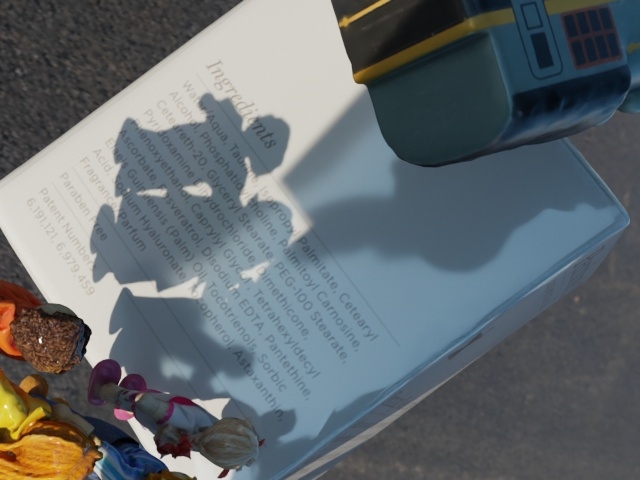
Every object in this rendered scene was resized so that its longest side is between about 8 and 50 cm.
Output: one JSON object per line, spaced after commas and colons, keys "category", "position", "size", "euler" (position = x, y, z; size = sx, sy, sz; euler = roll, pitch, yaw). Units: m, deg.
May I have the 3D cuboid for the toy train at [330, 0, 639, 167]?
{"category": "toy train", "position": [0.144, -0.159, 0.577], "size": [0.334, 0.142, 0.190], "euler": [-18, 94, -35]}

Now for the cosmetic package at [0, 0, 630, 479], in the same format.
{"category": "cosmetic package", "position": [0.000, 0.000, 0.927], "size": [0.394, 0.327, 0.329], "euler": [-37, 167, 2]}

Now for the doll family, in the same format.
{"category": "doll family", "position": [-0.142, 0.117, 0.614], "size": [0.263, 0.163, 0.118], "euler": [42, 71, -46]}
